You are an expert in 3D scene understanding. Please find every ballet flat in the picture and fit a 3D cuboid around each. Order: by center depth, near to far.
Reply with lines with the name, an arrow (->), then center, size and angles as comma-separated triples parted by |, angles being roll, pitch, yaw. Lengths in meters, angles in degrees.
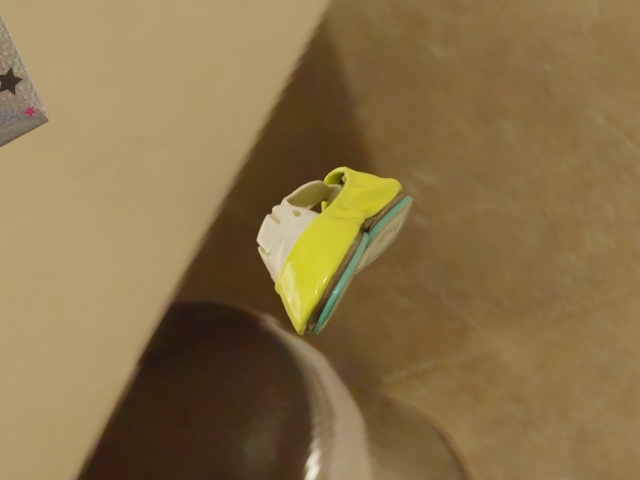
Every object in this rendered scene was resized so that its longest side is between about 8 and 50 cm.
ballet flat -> 0.000, 0.000, 1.187 | 0.077, 0.231, 0.077 | 30, 113, 5

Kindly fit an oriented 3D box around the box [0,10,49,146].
box -> -0.317, -0.173, 1.228 | 0.142, 0.247, 0.163 | -31, 26, -17
